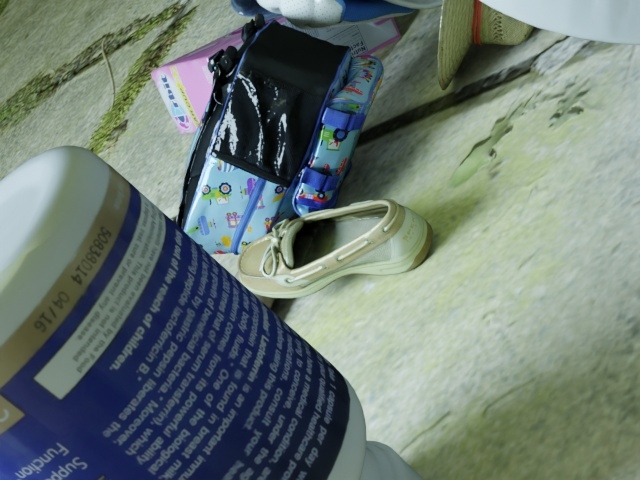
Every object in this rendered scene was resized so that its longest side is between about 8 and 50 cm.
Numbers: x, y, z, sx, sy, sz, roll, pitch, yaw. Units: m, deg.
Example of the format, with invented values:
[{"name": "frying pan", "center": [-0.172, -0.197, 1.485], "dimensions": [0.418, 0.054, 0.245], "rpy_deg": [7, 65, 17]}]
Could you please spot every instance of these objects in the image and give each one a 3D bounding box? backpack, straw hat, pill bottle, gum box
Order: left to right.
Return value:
[{"name": "pill bottle", "center": [-0.073, 0.091, 0.722], "dimensions": [0.153, 0.264, 0.153], "rpy_deg": [-39, 24, 21]}, {"name": "backpack", "center": [-0.037, -0.061, 1.088], "dimensions": [0.158, 0.116, 0.173], "rpy_deg": [-68, -2, -70]}, {"name": "gum box", "center": [-0.033, -0.159, 1.240], "dimensions": [0.188, 0.062, 0.107], "rpy_deg": [-31, 15, -27]}, {"name": "straw hat", "center": [0.128, -0.175, 1.060], "dimensions": [0.061, 0.144, 0.144], "rpy_deg": [10, 46, 11]}]

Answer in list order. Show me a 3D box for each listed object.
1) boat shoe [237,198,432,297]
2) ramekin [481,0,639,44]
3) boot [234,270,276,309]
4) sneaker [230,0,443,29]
[{"name": "boat shoe", "center": [0.000, 0.002, 0.979], "dimensions": [0.153, 0.048, 0.056], "rpy_deg": [-8, 56, 38]}, {"name": "ramekin", "center": [0.179, -0.231, 0.828], "dimensions": [0.277, 0.135, 0.277], "rpy_deg": [-1, 44, 1]}, {"name": "boot", "center": [-0.049, 0.050, 1.041], "dimensions": [0.118, 0.042, 0.087], "rpy_deg": [-31, 35, 30]}, {"name": "sneaker", "center": [0.057, -0.275, 1.198], "dimensions": [0.322, 0.236, 0.130], "rpy_deg": [-29, -26, -29]}]
